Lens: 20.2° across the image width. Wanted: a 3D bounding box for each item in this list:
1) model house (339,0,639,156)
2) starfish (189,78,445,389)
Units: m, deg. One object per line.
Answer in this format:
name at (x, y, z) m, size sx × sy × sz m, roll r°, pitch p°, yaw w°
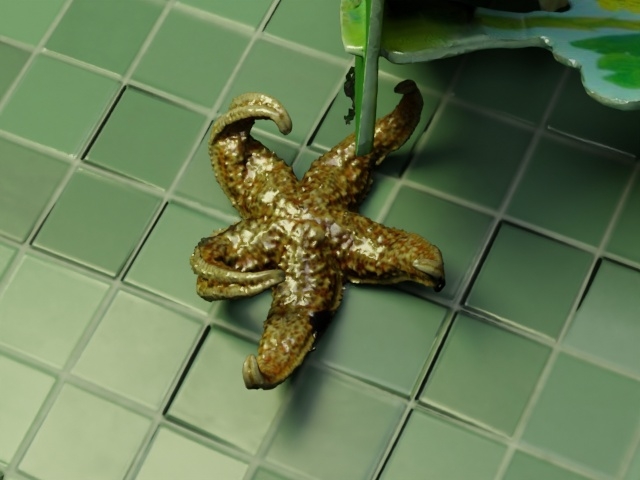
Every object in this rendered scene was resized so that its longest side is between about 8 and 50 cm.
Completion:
model house at (0.159, -0.222, 0.968) m, size 0.312 × 0.243 × 0.358 m, roll -1°, pitch 41°, yaw 0°
starfish at (0.000, 0.001, 1.000) m, size 0.146 × 0.074 × 0.190 m, roll 4°, pitch 64°, yaw 8°
